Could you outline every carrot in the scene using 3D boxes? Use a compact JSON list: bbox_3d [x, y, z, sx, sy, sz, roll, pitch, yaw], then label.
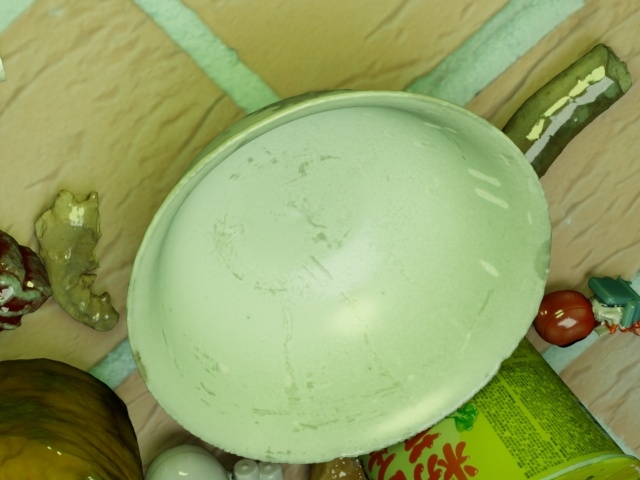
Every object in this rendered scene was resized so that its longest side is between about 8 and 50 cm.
[{"bbox_3d":[-0.293,0.261,1.626,0.241,0.340,0.241,-2,107,-8],"label":"carrot"}]

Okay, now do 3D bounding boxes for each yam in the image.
[{"bbox_3d":[0.206,-0.086,1.737,0.317,0.067,0.071,-44,138,12],"label":"yam"}]

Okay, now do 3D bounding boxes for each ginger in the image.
[{"bbox_3d":[-0.252,0.023,1.653,0.069,0.051,0.173,-13,131,-12],"label":"ginger"}]

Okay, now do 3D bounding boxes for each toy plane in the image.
[{"bbox_3d":[-0.140,0.342,1.860,0.252,0.118,0.252,-9,122,-16],"label":"toy plane"}]

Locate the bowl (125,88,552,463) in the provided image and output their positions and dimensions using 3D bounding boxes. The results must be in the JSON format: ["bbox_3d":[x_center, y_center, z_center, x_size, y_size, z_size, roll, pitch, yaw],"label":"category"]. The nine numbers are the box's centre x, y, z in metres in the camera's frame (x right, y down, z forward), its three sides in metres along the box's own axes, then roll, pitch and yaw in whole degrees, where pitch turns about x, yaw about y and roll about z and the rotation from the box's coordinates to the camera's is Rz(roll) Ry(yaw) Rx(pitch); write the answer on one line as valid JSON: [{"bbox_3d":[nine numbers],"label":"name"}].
[{"bbox_3d":[0.000,0.000,1.635,0.435,0.196,0.435,-9,123,-14],"label":"bowl"}]

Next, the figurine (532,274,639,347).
[{"bbox_3d":[0.312,0.085,1.887,0.140,0.068,0.075,-8,127,-18],"label":"figurine"}]

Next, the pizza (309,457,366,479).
[{"bbox_3d":[0.049,0.326,1.953,0.127,0.058,0.246,-35,125,6],"label":"pizza"}]

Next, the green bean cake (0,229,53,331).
[{"bbox_3d":[-0.415,0.064,1.584,0.233,0.097,0.198,-44,126,10],"label":"green bean cake"}]

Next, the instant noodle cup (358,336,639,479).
[{"bbox_3d":[0.176,0.245,1.801,0.311,0.221,0.311,-23,151,-14],"label":"instant noodle cup"}]

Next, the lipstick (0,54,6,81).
[{"bbox_3d":[-0.361,-0.153,1.499,0.131,0.038,0.038,-15,126,-11],"label":"lipstick"}]
